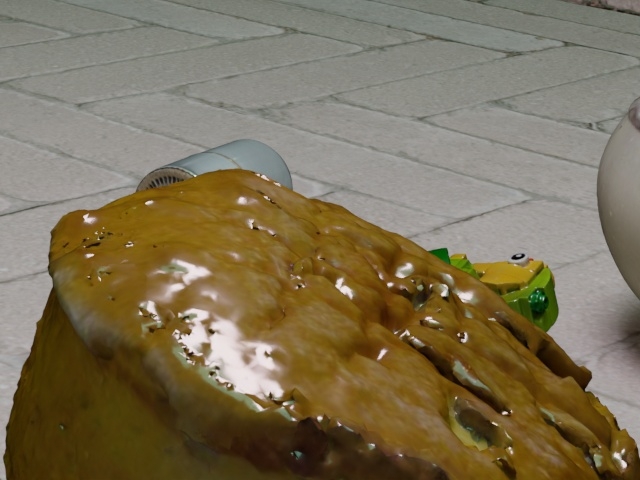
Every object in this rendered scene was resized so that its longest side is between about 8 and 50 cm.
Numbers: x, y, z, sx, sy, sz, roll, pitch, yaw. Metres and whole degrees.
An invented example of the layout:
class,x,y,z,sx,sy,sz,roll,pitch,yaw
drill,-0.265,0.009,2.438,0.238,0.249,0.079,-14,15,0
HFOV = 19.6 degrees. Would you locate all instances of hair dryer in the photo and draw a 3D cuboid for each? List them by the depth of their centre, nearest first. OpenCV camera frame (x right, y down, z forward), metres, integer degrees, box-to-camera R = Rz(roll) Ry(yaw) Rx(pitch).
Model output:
class,x,y,z,sx,sy,sz,roll,pitch,yaw
hair dryer,0.000,0.000,1.887,0.357,0.107,0.173,22,24,23

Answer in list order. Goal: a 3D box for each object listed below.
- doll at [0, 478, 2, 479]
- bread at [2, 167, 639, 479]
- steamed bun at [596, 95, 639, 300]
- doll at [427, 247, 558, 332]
class,x,y,z,sx,sy,sz,roll,pitch,yaw
doll,-0.273,0.195,1.128,0.287,0.151,0.151,19,22,24
bread,0.000,0.117,1.122,0.398,0.215,0.398,26,20,-10
steamed bun,0.433,-0.006,1.703,0.374,0.241,0.374,8,18,-3
doll,0.117,0.063,1.625,0.186,0.106,0.134,-13,19,5
